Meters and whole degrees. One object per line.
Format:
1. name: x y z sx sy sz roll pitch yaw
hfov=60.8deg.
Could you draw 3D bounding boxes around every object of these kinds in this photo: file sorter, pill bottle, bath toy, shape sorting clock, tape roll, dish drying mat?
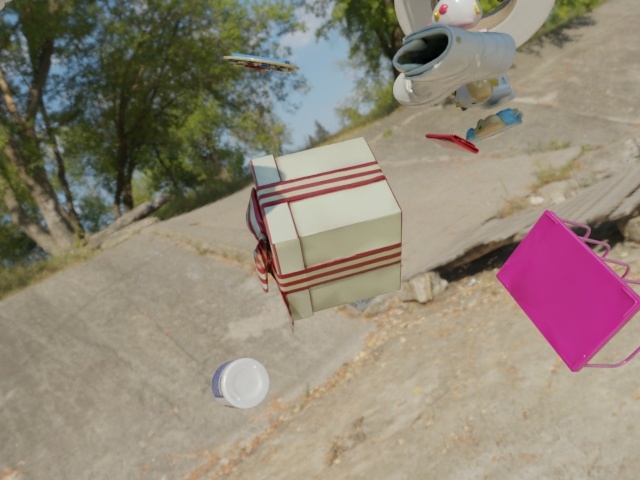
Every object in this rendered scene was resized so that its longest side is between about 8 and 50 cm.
1. file sorter: 0.580 0.111 1.198 0.182 0.291 0.202 9 -55 -30
2. pill bottle: -0.196 0.337 1.283 0.112 0.112 0.186 -32 0 -27
3. bath toy: 0.327 -0.395 1.209 0.129 0.349 0.151 -22 -13 29
4. shape sorting clock: -0.159 -0.474 1.472 0.206 0.040 0.206 7 17 -2
5. tape roll: 0.375 -0.613 1.334 0.392 0.392 0.072 -26 42 39
6. dish drying mat: 0.130 -0.098 0.544 0.008 0.032 0.083 -64 10 9

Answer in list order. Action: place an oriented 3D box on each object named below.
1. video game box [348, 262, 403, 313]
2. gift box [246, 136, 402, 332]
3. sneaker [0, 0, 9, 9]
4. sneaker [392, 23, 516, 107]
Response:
1. video game box: 0.131 0.107 1.651 0.205 0.187 0.048 -51 46 6
2. gift box: 0.000 0.000 1.024 0.258 0.277 0.255 -13 43 -6
3. sneaker: -0.338 -0.342 0.454 0.152 0.305 0.114 -38 14 -11
4. sneaker: 0.186 -0.322 1.001 0.169 0.108 0.292 -1 -3 -29
